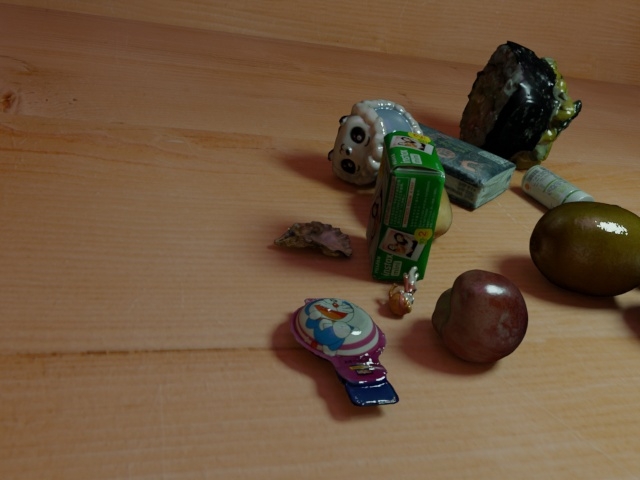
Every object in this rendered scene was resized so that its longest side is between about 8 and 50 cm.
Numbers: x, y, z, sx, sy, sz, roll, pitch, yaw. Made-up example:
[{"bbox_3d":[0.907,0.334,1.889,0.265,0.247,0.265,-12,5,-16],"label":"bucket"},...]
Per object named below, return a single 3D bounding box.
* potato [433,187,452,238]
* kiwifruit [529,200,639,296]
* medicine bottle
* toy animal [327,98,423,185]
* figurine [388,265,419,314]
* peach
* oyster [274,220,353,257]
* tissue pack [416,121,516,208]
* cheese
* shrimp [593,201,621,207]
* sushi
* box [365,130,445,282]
[{"bbox_3d":[0.202,-0.092,1.418,0.150,0.146,0.234,-23,32,4],"label":"potato"},{"bbox_3d":[0.535,0.015,1.289,0.234,0.196,0.196,7,29,-1],"label":"kiwifruit"},{"bbox_3d":[0.608,-0.119,1.664,0.086,0.086,0.183,-4,33,-27],"label":"medicine bottle"},{"bbox_3d":[0.134,-0.218,1.545,0.204,0.208,0.156,-11,44,-40],"label":"toy animal"},{"bbox_3d":[0.150,0.089,1.143,0.047,0.064,0.109,0,36,28],"label":"figurine"},{"bbox_3d":[0.265,0.122,1.051,0.152,0.152,0.152,9,29,-5],"label":"peach"},{"bbox_3d":[0.000,0.000,1.254,0.122,0.045,0.146,26,24,29],"label":"oyster"},{"bbox_3d":[0.324,-0.205,1.691,0.316,0.103,0.228,29,31,26],"label":"tissue pack"},{"bbox_3d":[0.038,0.157,0.971,0.155,0.062,0.244,1,31,-23],"label":"cheese"},{"bbox_3d":[0.642,-0.027,1.494,0.148,0.035,0.195,-28,37,2],"label":"shrimp"},{"bbox_3d":[0.587,-0.359,1.855,0.285,0.327,0.328,18,26,-11],"label":"sushi"},{"bbox_3d":[0.154,-0.062,1.213,0.103,0.250,0.180,4,30,-3],"label":"box"}]
